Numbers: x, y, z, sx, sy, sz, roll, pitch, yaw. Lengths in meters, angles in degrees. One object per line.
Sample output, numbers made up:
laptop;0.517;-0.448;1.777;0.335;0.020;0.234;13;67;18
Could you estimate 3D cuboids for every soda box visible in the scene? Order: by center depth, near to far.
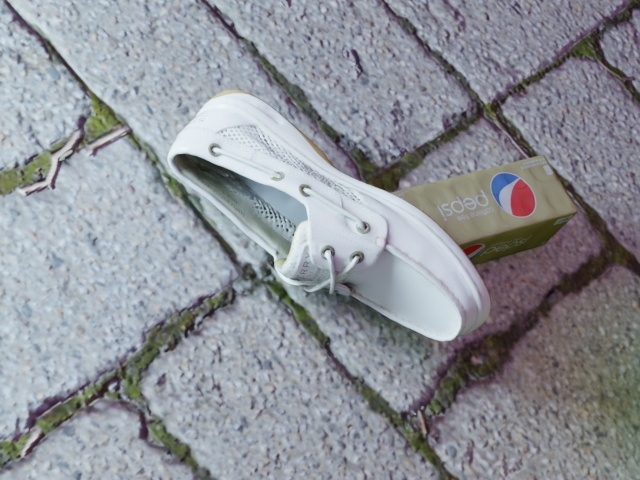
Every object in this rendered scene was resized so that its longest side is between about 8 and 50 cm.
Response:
soda box;0.123;-0.017;1.528;0.181;0.058;0.061;-14;67;-38

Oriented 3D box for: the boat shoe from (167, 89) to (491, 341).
boat shoe;0.000;0.000;1.419;0.277;0.098;0.096;35;47;7
